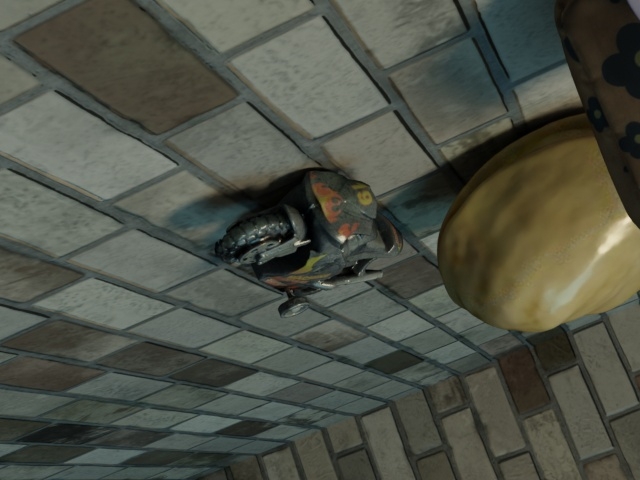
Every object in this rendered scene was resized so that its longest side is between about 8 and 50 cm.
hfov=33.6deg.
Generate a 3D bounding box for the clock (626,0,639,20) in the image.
[{"bbox_3d":[0.283,-0.240,0.770,0.172,0.064,0.198,14,128,-3],"label":"clock"}]

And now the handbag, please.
[{"bbox_3d":[0.322,-0.133,0.931,0.190,0.251,0.193,-23,179,10],"label":"handbag"}]

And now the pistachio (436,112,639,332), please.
[{"bbox_3d":[0.287,-0.020,1.266,0.321,0.229,0.238,-33,122,17],"label":"pistachio"}]

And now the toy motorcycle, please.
[{"bbox_3d":[0.000,0.000,1.202,0.173,0.108,0.307,-29,163,12],"label":"toy motorcycle"}]
